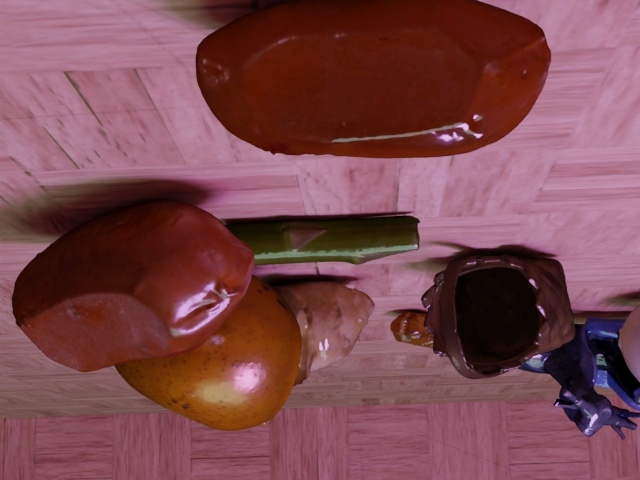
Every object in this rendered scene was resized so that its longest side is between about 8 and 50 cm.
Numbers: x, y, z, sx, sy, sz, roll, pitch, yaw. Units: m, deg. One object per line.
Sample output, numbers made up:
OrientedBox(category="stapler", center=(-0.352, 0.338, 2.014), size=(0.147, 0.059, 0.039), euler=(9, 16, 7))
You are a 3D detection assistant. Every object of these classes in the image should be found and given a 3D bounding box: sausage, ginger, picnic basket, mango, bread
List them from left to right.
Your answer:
OrientedBox(category="sausage", center=(-0.160, 0.035, 1.001), size=(0.133, 0.133, 0.258), euler=(10, 162, -43))
OrientedBox(category="mango", center=(-0.127, 0.109, 1.252), size=(0.191, 0.159, 0.290), euler=(19, 168, -7))
OrientedBox(category="ginger", center=(-0.019, 0.098, 1.375), size=(0.123, 0.115, 0.193), euler=(-14, -175, -25))
OrientedBox(category="sausage", center=(0.025, -0.082, 0.599), size=(0.179, 0.089, 0.089), euler=(-2, 167, 12))
OrientedBox(category="bread", center=(0.153, 0.124, 1.620), size=(0.052, 0.044, 0.157), euler=(-18, 161, 35))
OrientedBox(category="picnic basket", center=(0.166, 0.076, 1.218), size=(0.138, 0.128, 0.178), euler=(-14, 180, 34))

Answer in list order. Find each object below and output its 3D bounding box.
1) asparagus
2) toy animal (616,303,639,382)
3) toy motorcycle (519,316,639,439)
OrientedBox(category="asparagus", center=(0.000, 0.000, 1.065), size=(0.178, 0.041, 0.045), euler=(-3, 123, 2))
OrientedBox(category="toy animal", center=(0.468, 0.129, 1.478), size=(0.166, 0.138, 0.179), euler=(-16, -178, -29))
OrientedBox(category="toy motorcycle", center=(0.425, 0.185, 1.613), size=(0.359, 0.125, 0.212), euler=(6, -150, -7))
